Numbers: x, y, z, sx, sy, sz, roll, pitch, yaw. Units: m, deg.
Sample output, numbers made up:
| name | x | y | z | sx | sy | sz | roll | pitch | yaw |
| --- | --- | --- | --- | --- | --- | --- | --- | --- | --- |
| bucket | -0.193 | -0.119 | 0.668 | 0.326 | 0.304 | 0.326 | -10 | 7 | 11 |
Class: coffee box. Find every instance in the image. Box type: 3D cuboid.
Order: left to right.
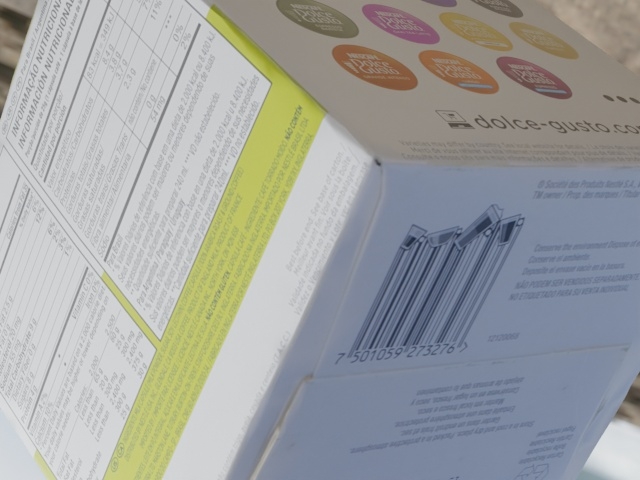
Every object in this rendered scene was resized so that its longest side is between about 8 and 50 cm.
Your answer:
| name | x | y | z | sx | sy | sz | roll | pitch | yaw |
| --- | --- | --- | --- | --- | --- | --- | --- | --- | --- |
| coffee box | 0.000 | 0.000 | 1.010 | 0.337 | 0.338 | 0.334 | -1 | -145 | -41 |
